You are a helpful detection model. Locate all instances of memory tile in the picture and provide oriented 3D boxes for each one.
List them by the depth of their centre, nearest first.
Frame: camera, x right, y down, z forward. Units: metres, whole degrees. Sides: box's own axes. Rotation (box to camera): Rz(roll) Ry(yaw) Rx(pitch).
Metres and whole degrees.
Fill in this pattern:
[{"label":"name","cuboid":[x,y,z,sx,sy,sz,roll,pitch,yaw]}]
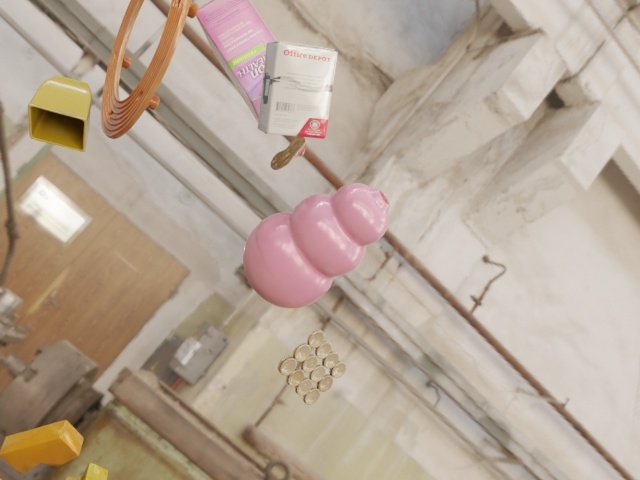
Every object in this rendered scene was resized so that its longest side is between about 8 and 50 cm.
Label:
[{"label":"memory tile","cuboid":[-0.014,0.244,1.282,0.012,0.113,0.148,31,-21,46]}]

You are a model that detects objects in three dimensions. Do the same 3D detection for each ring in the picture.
[{"label":"ring","cuboid":[-0.260,-0.313,1.028,0.032,0.337,0.336,19,0,-33]}]

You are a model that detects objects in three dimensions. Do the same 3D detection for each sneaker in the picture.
[{"label":"sneaker","cuboid":[-0.082,-0.226,1.775,0.042,0.118,0.067,47,0,5]}]

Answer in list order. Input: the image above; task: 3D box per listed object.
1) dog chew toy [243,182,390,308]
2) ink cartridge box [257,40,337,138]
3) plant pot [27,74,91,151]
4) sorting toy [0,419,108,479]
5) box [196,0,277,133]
[{"label":"dog chew toy","cuboid":[0.000,0.000,1.389,0.206,0.331,0.207,45,25,-27]},{"label":"ink cartridge box","cuboid":[-0.040,-0.256,1.142,0.109,0.151,0.063,2,15,-23]},{"label":"plant pot","cuboid":[-0.381,-0.197,1.003,0.081,0.083,0.081,14,-33,-13]},{"label":"sorting toy","cuboid":[-0.335,0.250,0.641,0.041,0.307,0.229,-94,164,-52]},{"label":"box","cuboid":[-0.151,-0.396,1.497,0.243,0.117,0.213,57,-3,10]}]
